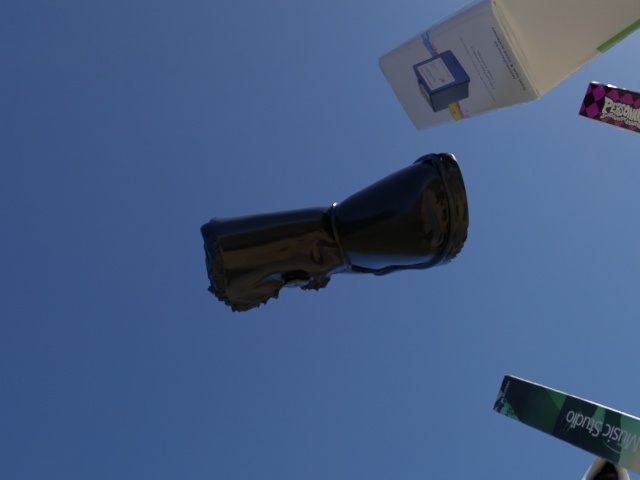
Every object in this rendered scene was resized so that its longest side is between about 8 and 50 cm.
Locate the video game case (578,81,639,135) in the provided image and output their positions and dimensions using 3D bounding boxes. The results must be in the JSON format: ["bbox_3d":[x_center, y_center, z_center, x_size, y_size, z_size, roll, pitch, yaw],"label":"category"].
[{"bbox_3d":[0.406,-0.113,0.811,0.232,0.210,0.042,-9,-60,-56],"label":"video game case"}]

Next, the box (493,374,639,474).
[{"bbox_3d":[0.375,0.238,0.865,0.232,0.322,0.059,23,-97,-17],"label":"box"}]

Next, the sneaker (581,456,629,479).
[{"bbox_3d":[0.419,0.457,1.202,0.111,0.297,0.129,2,-50,27],"label":"sneaker"}]

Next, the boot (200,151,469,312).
[{"bbox_3d":[0.000,0.000,0.710,0.207,0.246,0.094,-9,-100,-16],"label":"boot"}]

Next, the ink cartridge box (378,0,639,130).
[{"bbox_3d":[0.171,-0.188,0.713,0.154,0.212,0.093,-35,-77,-17],"label":"ink cartridge box"}]
